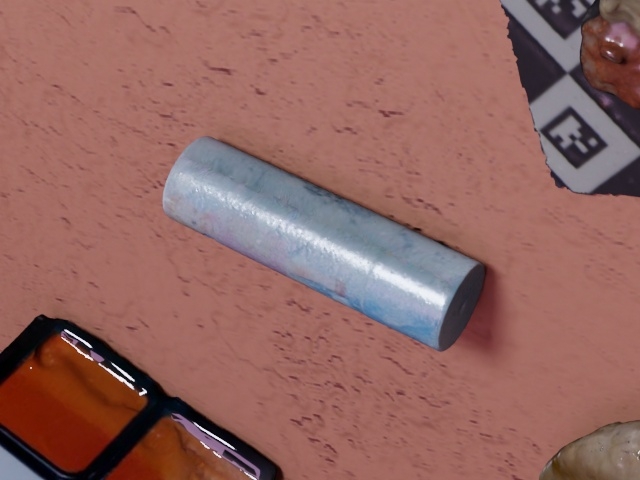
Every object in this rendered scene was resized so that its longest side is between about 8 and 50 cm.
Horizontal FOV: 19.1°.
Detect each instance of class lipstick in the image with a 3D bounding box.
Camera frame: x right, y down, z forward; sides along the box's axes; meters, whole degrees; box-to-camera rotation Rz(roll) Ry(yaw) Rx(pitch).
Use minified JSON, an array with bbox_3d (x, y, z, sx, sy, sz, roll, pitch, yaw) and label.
[{"bbox_3d":[0.000,0.000,0.918,0.158,0.048,0.048,25,138,20],"label":"lipstick"}]

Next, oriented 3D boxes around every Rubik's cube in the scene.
[{"bbox_3d":[-0.155,0.183,1.110,0.183,0.180,0.167,32,141,9],"label":"Rubik's cube"}]

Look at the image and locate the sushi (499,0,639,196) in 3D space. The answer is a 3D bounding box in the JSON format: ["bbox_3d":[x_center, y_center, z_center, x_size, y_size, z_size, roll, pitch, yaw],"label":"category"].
[{"bbox_3d":[0.150,-0.090,0.711,0.231,0.047,0.220,5,128,37],"label":"sushi"}]

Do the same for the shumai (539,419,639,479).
[{"bbox_3d":[0.171,0.187,0.890,0.201,0.120,0.201,23,140,21],"label":"shumai"}]
